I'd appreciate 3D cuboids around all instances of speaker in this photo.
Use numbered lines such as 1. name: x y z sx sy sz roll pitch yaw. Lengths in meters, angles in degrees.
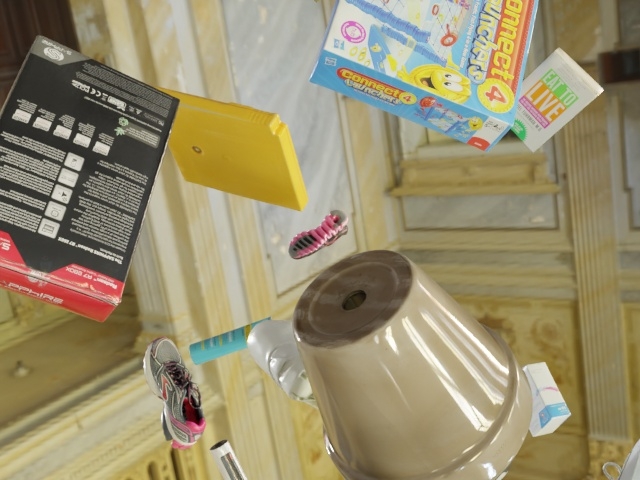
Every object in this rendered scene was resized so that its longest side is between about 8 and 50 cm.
1. speaker: -0.240 0.596 2.093 0.055 0.136 0.055 -25 -175 2

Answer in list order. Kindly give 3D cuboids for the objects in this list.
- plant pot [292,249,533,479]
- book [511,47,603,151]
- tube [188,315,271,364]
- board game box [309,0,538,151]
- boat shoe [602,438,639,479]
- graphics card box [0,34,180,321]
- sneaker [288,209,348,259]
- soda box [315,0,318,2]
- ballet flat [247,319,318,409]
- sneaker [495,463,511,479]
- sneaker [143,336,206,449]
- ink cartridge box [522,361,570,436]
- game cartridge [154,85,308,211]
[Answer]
1. plant pot: 0.106 0.177 1.145 0.323 0.280 0.323 -22 -146 16
2. book: 0.356 -0.220 1.252 0.035 0.096 0.144 -39 174 -45
3. tube: -0.210 0.242 1.902 0.207 0.052 0.080 -20 -139 5
4. board game box: 0.171 -0.332 1.234 0.302 0.308 0.086 20 155 -7
5. boat shoe: 0.646 0.520 1.627 0.367 0.136 0.156 -45 173 -32
6. graphics card box: -0.355 -0.092 1.119 0.232 0.371 0.094 22 146 -21
7. sneaker: 0.000 0.000 1.354 0.119 0.057 0.047 -33 -120 -8
8. soda box: 0.039 -0.609 1.752 0.181 0.061 0.058 -27 147 27
9. ballet flat: 0.024 0.268 1.450 0.400 0.139 0.139 28 -154 14
10. sneaker: 0.292 0.583 1.882 0.447 0.169 0.257 -33 139 27
11. sneaker: -0.365 0.383 2.065 0.121 0.299 0.112 -4 150 -41
12. ink cartridge box: 0.445 0.323 1.619 0.052 0.088 0.122 -7 -125 -21
13. game cartridge: -0.198 -0.200 1.753 0.323 0.285 0.053 15 -121 20
